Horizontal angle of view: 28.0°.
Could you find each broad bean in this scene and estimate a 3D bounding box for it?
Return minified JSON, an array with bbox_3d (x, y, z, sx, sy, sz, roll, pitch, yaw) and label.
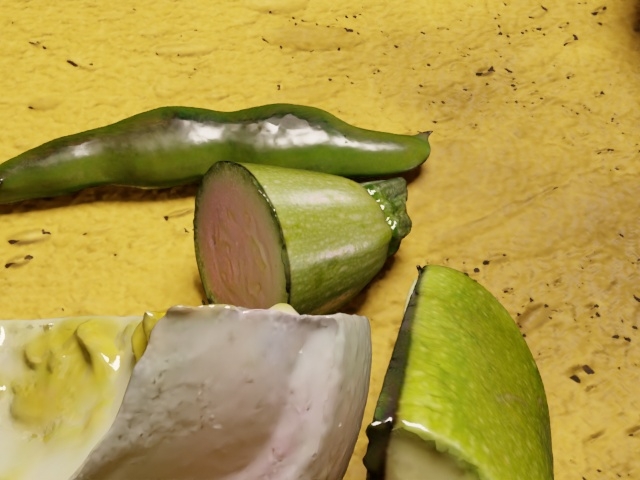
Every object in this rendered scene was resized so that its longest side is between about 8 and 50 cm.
[{"bbox_3d":[-0.078,-0.055,0.784,0.297,0.043,0.060,-5,58,-1],"label":"broad bean"}]

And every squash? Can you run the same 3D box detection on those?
[{"bbox_3d":[0.069,0.121,0.631,0.093,0.169,0.252,9,15,7],"label":"squash"},{"bbox_3d":[0.007,-0.001,0.713,0.132,0.105,0.105,-11,45,-33],"label":"squash"}]

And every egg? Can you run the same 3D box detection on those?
[{"bbox_3d":[-0.098,0.111,0.537,0.271,0.206,0.162,-2,84,23],"label":"egg"}]
